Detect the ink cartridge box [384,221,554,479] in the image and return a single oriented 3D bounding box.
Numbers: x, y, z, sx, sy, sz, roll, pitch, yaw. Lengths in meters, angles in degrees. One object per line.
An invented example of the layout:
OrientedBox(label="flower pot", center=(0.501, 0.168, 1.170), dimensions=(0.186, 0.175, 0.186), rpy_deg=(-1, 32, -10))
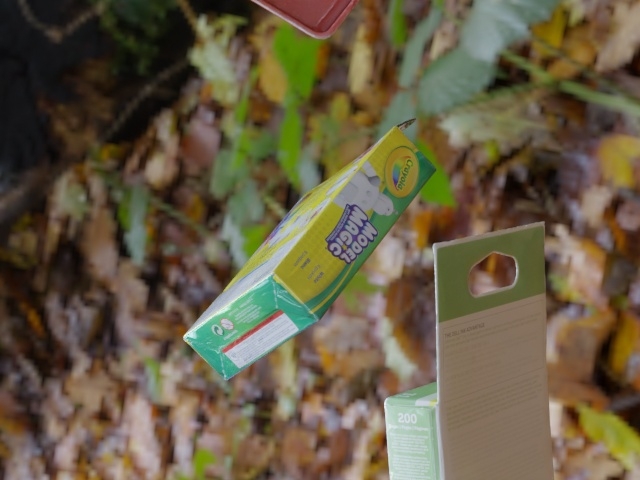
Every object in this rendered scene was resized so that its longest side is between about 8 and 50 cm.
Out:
OrientedBox(label="ink cartridge box", center=(0.117, 0.110, 1.265), dimensions=(0.056, 0.171, 0.235), rpy_deg=(-1, 96, 36))

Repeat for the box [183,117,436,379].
OrientedBox(label="box", center=(0.000, 0.000, 0.989), dimensions=(0.105, 0.043, 0.179), rpy_deg=(-35, 13, 47))

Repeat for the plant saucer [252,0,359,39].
OrientedBox(label="plant saucer", center=(-0.035, -0.308, 1.368), dimensions=(0.258, 0.259, 0.048), rpy_deg=(-54, -10, -23))
